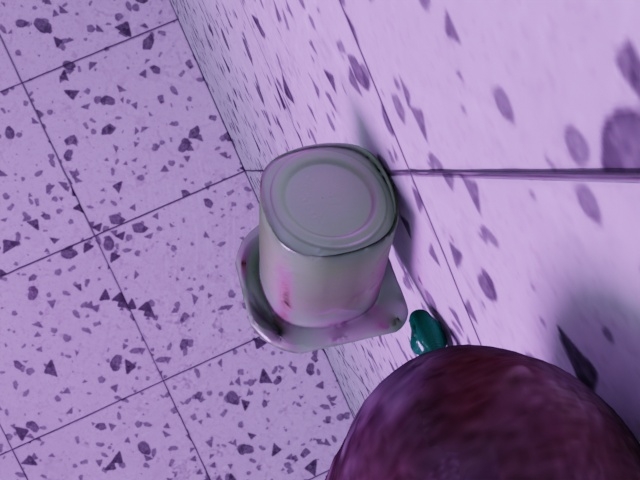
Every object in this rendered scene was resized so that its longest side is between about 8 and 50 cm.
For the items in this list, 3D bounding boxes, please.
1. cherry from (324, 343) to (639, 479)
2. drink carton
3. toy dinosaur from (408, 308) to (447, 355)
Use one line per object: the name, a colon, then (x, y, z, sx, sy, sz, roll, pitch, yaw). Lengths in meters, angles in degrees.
cherry: (0.087, 0.167, 0.406, 0.213, 0.184, 0.265, -139, 40, -56)
drink carton: (0.000, 0.000, 0.711, 0.142, 0.144, 0.146, 95, 161, -60)
toy dinosaur: (0.103, 0.126, 0.718, 0.132, 0.059, 0.096, -109, 5, -49)
